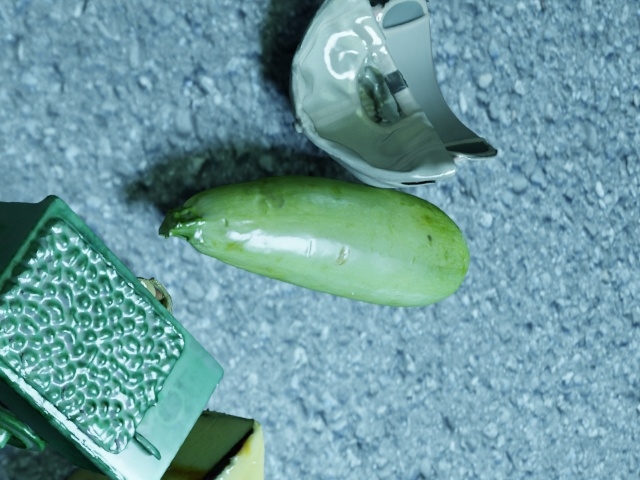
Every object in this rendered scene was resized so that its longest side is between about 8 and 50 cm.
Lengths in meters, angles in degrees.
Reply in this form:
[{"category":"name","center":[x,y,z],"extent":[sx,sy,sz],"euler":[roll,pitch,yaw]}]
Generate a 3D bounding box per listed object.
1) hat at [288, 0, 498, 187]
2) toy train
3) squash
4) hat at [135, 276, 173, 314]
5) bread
[{"category":"hat","center":[0.063,-0.145,1.604],"extent":[0.219,0.164,0.226],"euler":[66,9,6]},{"category":"toy train","center":[-0.231,0.079,1.263],"extent":[0.266,0.202,0.145],"euler":[50,59,-37]},{"category":"squash","center":[0.000,-0.007,1.536],"extent":[0.371,0.118,0.118],"euler":[12,86,-39]},{"category":"hat","center":[-0.173,0.073,1.416],"extent":[0.077,0.059,0.076],"euler":[8,72,-48]},{"category":"bread","center":[-0.104,0.289,1.431],"extent":[0.163,0.168,0.264],"euler":[-48,127,-30]}]
